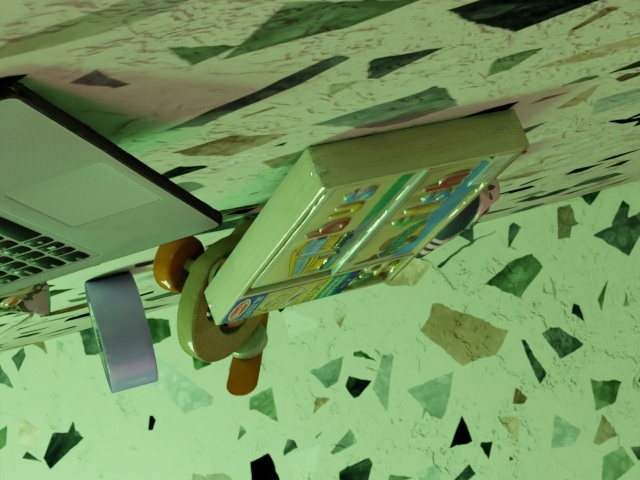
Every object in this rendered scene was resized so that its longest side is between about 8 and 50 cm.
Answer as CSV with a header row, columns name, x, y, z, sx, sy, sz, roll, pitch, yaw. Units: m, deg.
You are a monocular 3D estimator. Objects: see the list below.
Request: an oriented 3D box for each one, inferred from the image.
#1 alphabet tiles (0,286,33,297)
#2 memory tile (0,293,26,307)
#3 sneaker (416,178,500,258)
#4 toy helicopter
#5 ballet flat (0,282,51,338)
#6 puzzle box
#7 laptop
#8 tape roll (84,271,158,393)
name,x,y,z,sx,sy,sz,roll,pitch,yaw
alphabet tiles,-0.358,0.026,1.133,0.342,0.011,0.285,-11,155,-45
memory tile,-0.398,0.059,1.662,0.113,0.012,0.148,-19,162,-37
sneaker,0.195,-0.040,2.083,0.131,0.112,0.319,-12,176,-5
toy helicopter,-0.080,0.066,1.945,0.140,0.235,0.355,15,-149,32
ballet flat,-0.484,0.109,1.897,0.221,0.079,0.077,-15,174,6
puzzle box,0.041,-0.020,1.616,0.272,0.052,0.409,-13,161,-26
laptop,-0.297,0.101,0.999,0.408,0.236,0.382,-17,165,11
tape roll,-0.329,0.151,2.223,0.080,0.189,0.189,-15,176,-13
